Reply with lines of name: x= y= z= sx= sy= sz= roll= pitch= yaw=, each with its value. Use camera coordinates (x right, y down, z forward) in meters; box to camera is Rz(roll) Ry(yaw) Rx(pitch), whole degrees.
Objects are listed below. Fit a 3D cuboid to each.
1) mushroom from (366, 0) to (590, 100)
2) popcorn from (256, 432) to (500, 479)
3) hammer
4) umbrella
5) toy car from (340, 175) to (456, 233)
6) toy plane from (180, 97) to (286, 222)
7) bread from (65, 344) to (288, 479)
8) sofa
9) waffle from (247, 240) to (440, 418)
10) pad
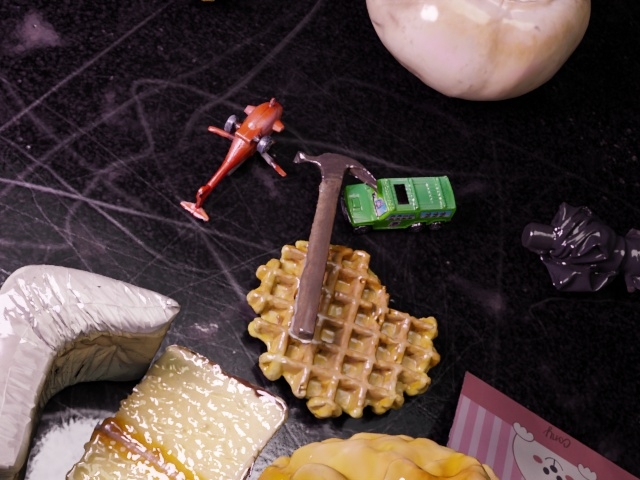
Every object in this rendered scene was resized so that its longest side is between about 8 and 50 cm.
mushroom: x=0.261 y=-0.395 z=1.347 sx=0.325 sy=0.353 sz=0.353 roll=31 pitch=53 yaw=-40
popcorn: x=0.055 y=0.344 z=0.862 sx=0.349 sy=0.381 sz=0.348 roll=-4 pitch=60 yaw=7
hammer: x=0.000 y=0.000 z=1.139 sx=0.125 sy=0.027 sz=0.297 roll=10 pitch=53 yaw=4
umbrella: x=0.430 y=0.020 z=1.304 sx=0.273 sy=0.122 sz=0.110 roll=10 pitch=19 yaw=-11
toy car: x=0.112 y=-0.054 z=1.245 sx=0.165 sy=0.062 sz=0.071 roll=-3 pitch=67 yaw=-21
toy plane: x=-0.120 y=-0.121 z=1.194 sx=0.194 sy=0.077 sz=0.126 roll=-32 pitch=70 yaw=-20
bread: x=-0.157 y=0.258 z=0.956 sx=0.178 sy=0.141 sz=0.266 roll=19 pitch=59 yaw=27
sofa: x=-0.273 y=0.164 z=0.920 sx=0.176 sy=0.210 sz=0.225 roll=19 pitch=57 yaw=-12
waffle: x=0.030 y=0.106 z=1.142 sx=0.249 sy=0.056 sz=0.253 roll=-10 pitch=67 yaw=-23
pad: x=0.296 y=0.306 z=1.123 sx=0.300 sy=0.005 sz=0.202 roll=33 pitch=35 yaw=-2
